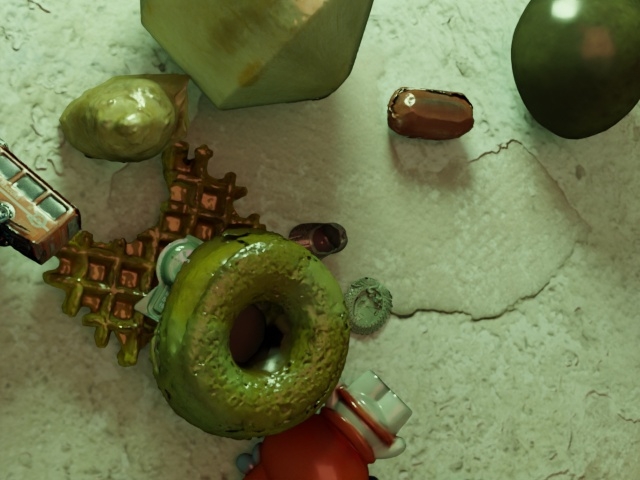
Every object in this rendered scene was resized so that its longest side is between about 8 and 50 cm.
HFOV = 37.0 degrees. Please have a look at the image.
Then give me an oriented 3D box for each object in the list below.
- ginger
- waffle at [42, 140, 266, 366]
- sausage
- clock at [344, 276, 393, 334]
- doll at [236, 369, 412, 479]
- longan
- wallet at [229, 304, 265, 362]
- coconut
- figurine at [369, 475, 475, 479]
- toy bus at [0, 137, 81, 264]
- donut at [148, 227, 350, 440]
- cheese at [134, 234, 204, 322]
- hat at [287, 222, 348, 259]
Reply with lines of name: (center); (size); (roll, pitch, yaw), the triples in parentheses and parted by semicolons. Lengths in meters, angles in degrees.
ginger: (-0.269, -0.152, 1.198); (0.122, 0.193, 0.115); (-18, 103, -64)
waffle: (-0.205, 0.024, 1.263); (0.293, 0.069, 0.260); (-40, 101, -21)
sausage: (0.161, -0.187, 1.416); (0.141, 0.076, 0.076); (0, 83, -21)
clock: (0.066, 0.096, 1.378); (0.074, 0.010, 0.083); (36, 74, -13)
doll: (-0.009, 0.299, 1.259); (0.290, 0.130, 0.161); (-44, 77, -5)
longan: (0.393, -0.276, 1.444); (0.246, 0.215, 0.246); (-26, 131, -35)
wallet: (-0.085, 0.141, 1.277); (0.118, 0.038, 0.153); (-47, 124, -23)
coconut: (-0.068, -0.319, 1.241); (0.322, 0.323, 0.323); (3, 82, -19)
figurine: (0.229, 0.437, 1.318); (0.420, 0.154, 0.193); (9, 85, -17)
toy bus: (-0.401, -0.069, 1.165); (0.235, 0.073, 0.096); (40, 61, 12)
donut: (-0.076, 0.116, 1.182); (0.272, 0.107, 0.272); (3, 84, -23)
cheese: (-0.184, 0.049, 1.217); (0.067, 0.026, 0.121); (32, 73, -16)
hat: (-0.002, 0.001, 1.355); (0.087, 0.042, 0.058); (-20, 81, 13)
